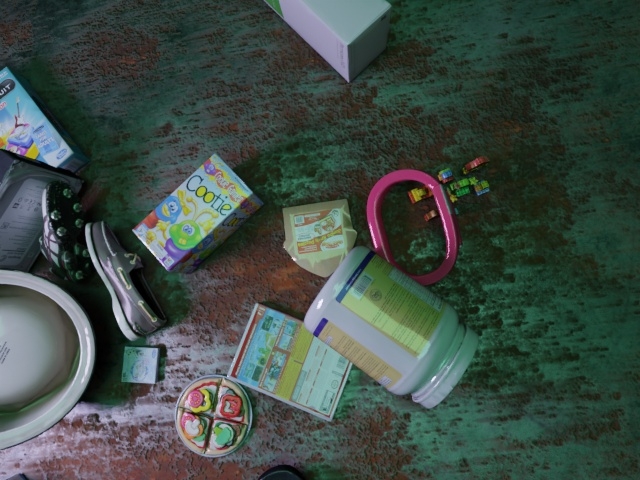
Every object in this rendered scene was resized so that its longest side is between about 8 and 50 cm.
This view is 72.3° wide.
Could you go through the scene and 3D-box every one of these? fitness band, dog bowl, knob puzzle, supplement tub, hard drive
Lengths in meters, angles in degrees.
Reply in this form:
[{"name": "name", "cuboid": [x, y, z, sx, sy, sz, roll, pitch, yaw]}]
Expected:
[{"name": "fitness band", "cuboid": [0.225, -0.033, 1.073, 0.209, 0.054, 0.290, -17, 84, 31]}, {"name": "dog bowl", "cuboid": [-0.753, 0.265, 1.034, 0.408, 0.150, 0.407, 0, 89, -24]}, {"name": "knob puzzle", "cuboid": [0.000, 0.000, 1.138, 0.213, 0.030, 0.213, -1, 82, 4]}, {"name": "supplement tub", "cuboid": [0.156, 0.192, 0.994, 0.331, 0.241, 0.241, 35, 87, 8]}, {"name": "hard drive", "cuboid": [-0.770, -0.044, 1.092, 0.064, 0.237, 0.339, 33, 90, 9]}]

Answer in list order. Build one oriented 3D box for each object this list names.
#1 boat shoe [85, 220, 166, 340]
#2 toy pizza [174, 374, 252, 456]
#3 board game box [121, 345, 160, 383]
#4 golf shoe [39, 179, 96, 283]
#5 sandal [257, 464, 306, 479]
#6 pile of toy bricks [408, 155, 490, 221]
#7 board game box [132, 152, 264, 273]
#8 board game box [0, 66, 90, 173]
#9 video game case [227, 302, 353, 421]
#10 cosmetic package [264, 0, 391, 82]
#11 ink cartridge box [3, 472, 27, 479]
[{"name": "boat shoe", "cuboid": [-0.500, 0.090, 1.128, 0.097, 0.116, 0.324, -24, 85, -3]}, {"name": "toy pizza", "cuboid": [-0.272, 0.442, 1.101, 0.201, 0.032, 0.201, -1, 83, 4]}, {"name": "board game box", "cuboid": [-0.466, 0.323, 1.139, 0.090, 0.020, 0.090, 2, 82, 5]}, {"name": "golf shoe", "cuboid": [-0.675, -0.018, 1.121, 0.120, 0.105, 0.272, 4, 110, 16]}, {"name": "sandal", "cuboid": [-0.015, 0.736, 0.992, 0.168, 0.107, 0.445, -35, 88, -2]}, {"name": "pile of toy bricks", "cuboid": [0.337, -0.130, 1.089, 0.212, 0.105, 0.118, -23, 81, 2]}, {"name": "board game box", "cuboid": [-0.300, -0.061, 1.113, 0.275, 0.144, 0.142, -44, 82, -1]}, {"name": "board game box", "cuboid": [-0.855, -0.272, 1.219, 0.254, 0.079, 0.336, -41, 82, -2]}, {"name": "video game case", "cuboid": [-0.068, 0.303, 1.107, 0.285, 0.025, 0.204, 21, 85, 7]}, {"name": "cosmetic package", "cuboid": [0.002, -0.621, 1.137, 0.155, 0.197, 0.365, -42, 80, -1]}, {"name": "ink cartridge box", "cuboid": [-0.807, 0.749, 1.021, 0.198, 0.197, 0.270, 44, 88, 8]}]
